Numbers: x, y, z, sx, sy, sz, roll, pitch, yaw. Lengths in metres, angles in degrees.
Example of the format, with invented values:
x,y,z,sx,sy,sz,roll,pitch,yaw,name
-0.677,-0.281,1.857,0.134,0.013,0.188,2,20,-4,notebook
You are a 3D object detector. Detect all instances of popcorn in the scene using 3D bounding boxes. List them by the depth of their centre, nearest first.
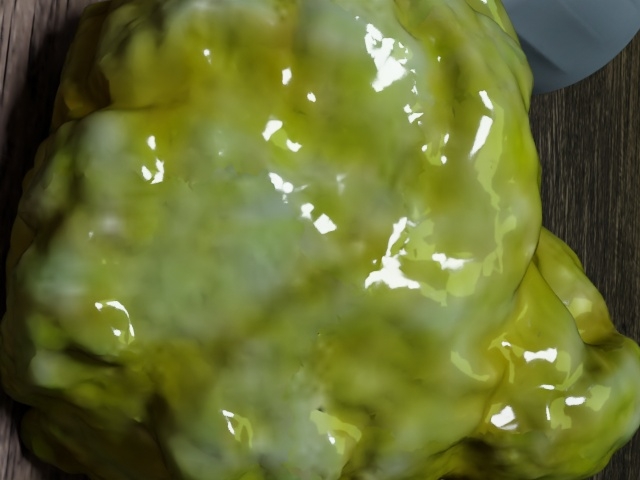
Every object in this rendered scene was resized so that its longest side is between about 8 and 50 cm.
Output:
x,y,z,sx,sy,sz,roll,pitch,yaw,name
-0.006,0.007,0.958,0.293,0.292,0.334,-51,130,-46,popcorn

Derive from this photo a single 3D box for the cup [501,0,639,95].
x,y,z,sx,sy,sz,roll,pitch,yaw,name
0.084,-0.211,1.313,0.322,0.237,0.327,-60,159,6,cup
